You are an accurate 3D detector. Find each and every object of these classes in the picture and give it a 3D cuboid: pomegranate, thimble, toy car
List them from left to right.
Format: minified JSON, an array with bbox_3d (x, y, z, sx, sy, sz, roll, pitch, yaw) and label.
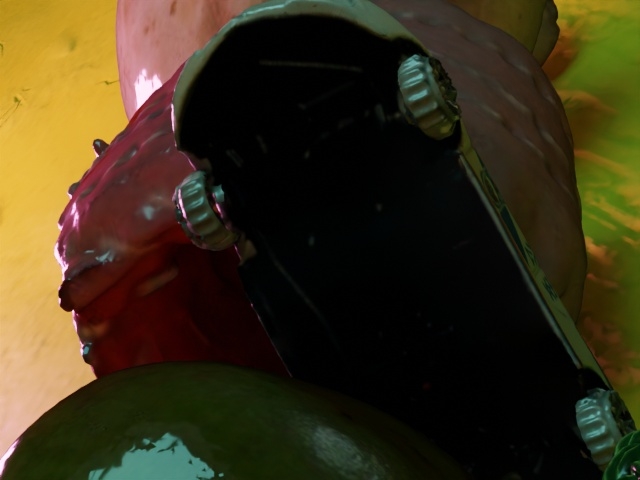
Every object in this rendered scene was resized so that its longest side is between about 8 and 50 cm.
[{"bbox_3d":[-0.003,0.126,0.455,0.209,0.180,0.180,19,57,31],"label":"pomegranate"},{"bbox_3d":[0.007,0.002,0.657,0.189,0.163,0.125,-15,28,17],"label":"thimble"},{"bbox_3d":[0.027,0.017,0.551,0.095,0.205,0.056,-27,4,22],"label":"toy car"}]

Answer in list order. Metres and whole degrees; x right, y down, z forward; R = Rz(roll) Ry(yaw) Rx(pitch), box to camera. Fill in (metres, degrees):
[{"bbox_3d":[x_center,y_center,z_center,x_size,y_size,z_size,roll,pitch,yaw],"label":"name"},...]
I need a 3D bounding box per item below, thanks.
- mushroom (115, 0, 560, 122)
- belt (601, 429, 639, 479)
[{"bbox_3d":[0.006,-0.083,0.839,0.253,0.195,0.189,21,96,58],"label":"mushroom"},{"bbox_3d":[0.100,0.102,0.373,0.079,0.121,0.151,-26,30,25],"label":"belt"}]
